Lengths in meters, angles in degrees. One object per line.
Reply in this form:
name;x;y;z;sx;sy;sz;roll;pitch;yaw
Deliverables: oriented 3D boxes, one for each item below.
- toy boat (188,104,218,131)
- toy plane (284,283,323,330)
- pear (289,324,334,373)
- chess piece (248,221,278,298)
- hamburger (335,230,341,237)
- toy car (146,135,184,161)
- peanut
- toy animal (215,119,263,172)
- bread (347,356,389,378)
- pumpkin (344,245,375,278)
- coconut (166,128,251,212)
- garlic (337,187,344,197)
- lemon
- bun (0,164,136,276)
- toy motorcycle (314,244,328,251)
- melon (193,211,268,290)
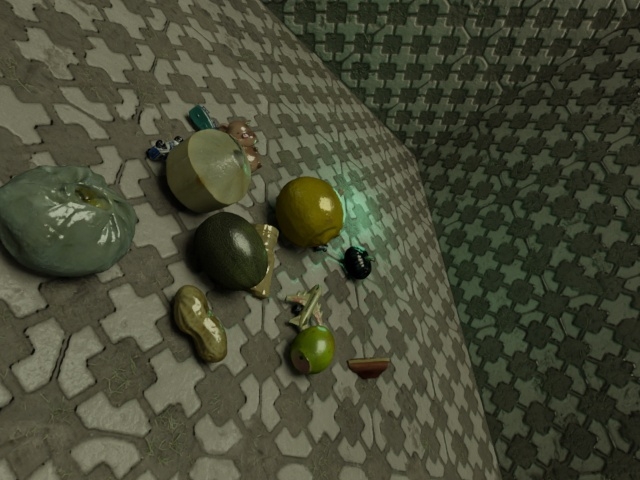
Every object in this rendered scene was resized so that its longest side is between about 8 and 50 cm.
toy boat;-0.511;-0.520;1.896;0.175;0.091;0.110;55;4;-13
toy plane;-0.054;0.289;1.841;0.242;0.104;0.256;45;34;-19
pear;-0.022;0.430;1.689;0.219;0.187;0.188;-30;89;-47
chess piece;-0.250;0.087;1.737;0.137;0.137;0.301;27;55;-42
hamburger;0.081;-0.060;2.380;0.083;0.044;0.076;41;34;-23
toy car;-0.586;-0.351;1.636;0.070;0.080;0.170;59;30;-6
peanut;-0.390;0.274;1.366;0.275;0.111;0.125;59;36;-1
toy animal;-0.361;-0.432;1.955;0.166;0.154;0.250;-19;98;-48
bread;0.226;0.593;1.980;0.067;0.192;0.119;-85;172;-51
pumpkin;0.205;0.121;2.320;0.194;0.150;0.194;30;24;-15
coconut;-0.413;-0.261;1.587;0.323;0.322;0.323;35;39;-35
garlic;0.063;-0.190;2.290;0.218;0.212;0.219;26;32;-18
lemon;-0.050;-0.135;1.990;0.348;0.347;0.348;35;39;-35
bun;-0.681;-0.064;1.153;0.354;0.194;0.355;36;37;-32
toy motorcycle;0.000;0.000;2.197;0.124;0.061;0.193;53;34;-9
melon;-0.320;0.044;1.535;0.302;0.237;0.237;55;32;-8
